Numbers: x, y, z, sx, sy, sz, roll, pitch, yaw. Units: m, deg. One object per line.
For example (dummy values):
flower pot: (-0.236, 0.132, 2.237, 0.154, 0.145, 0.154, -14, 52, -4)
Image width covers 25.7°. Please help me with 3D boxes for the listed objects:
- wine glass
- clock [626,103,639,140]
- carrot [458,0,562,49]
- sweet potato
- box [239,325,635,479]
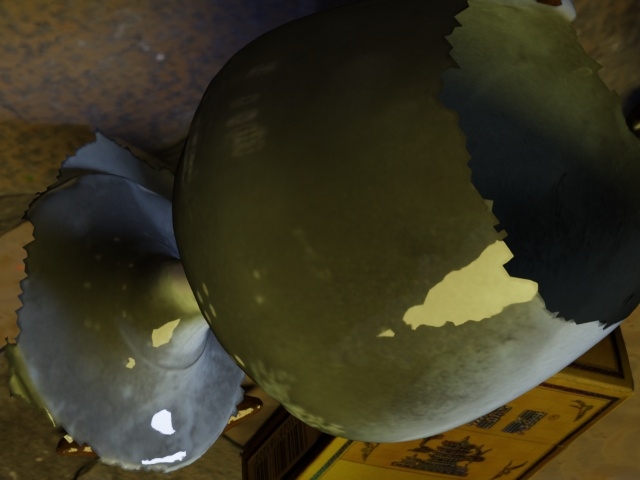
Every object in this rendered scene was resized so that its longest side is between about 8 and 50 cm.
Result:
wine glass: (0.000, 0.000, 0.749, 0.323, 0.238, 0.238, -19, 144, 36)
clock: (0.278, -0.062, 0.848, 0.200, 0.146, 0.243, -6, 151, 5)
carrot: (0.144, -0.192, 0.718, 0.072, 0.072, 0.205, 20, 129, -32)
sweet potato: (-0.129, 0.159, 1.148, 0.179, 0.044, 0.044, -16, 143, 11)
box: (0.084, 0.148, 1.135, 0.193, 0.084, 0.301, 13, 139, -25)
